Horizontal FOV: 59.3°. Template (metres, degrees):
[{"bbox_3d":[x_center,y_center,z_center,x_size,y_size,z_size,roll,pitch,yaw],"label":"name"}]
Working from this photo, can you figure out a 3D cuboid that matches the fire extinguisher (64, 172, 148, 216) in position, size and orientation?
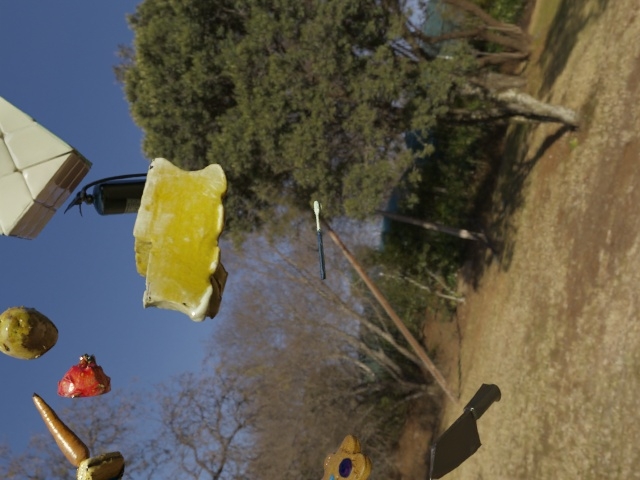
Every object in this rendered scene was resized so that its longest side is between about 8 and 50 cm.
[{"bbox_3d":[-0.499,-0.114,1.441,0.294,0.093,0.118,-7,-45,-34],"label":"fire extinguisher"}]

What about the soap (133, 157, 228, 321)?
[{"bbox_3d":[-0.263,0.064,1.069,0.339,0.169,0.304,113,161,-57],"label":"soap"}]

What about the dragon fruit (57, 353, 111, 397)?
[{"bbox_3d":[-0.684,0.388,1.628,0.153,0.153,0.111,1,-94,-72],"label":"dragon fruit"}]

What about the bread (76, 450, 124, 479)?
[{"bbox_3d":[-0.484,0.508,1.241,0.106,0.053,0.072,15,-103,-60],"label":"bread"}]

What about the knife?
[{"bbox_3d":[0.196,0.258,0.752,0.230,0.028,0.060,-16,-91,-53],"label":"knife"}]

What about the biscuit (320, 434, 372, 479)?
[{"bbox_3d":[0.037,0.562,1.263,0.236,0.039,0.180,-66,23,5],"label":"biscuit"}]

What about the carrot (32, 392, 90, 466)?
[{"bbox_3d":[-0.622,0.448,1.338,0.048,0.216,0.048,-40,-7,-6],"label":"carrot"}]

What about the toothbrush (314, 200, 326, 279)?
[{"bbox_3d":[0.000,0.000,1.558,0.019,0.016,0.220,-3,-93,-56],"label":"toothbrush"}]

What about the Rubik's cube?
[{"bbox_3d":[-0.648,-0.152,1.167,0.221,0.231,0.224,-55,8,-9],"label":"Rubik's cube"}]

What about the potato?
[{"bbox_3d":[-0.793,0.247,1.508,0.176,0.137,0.137,70,-144,-51],"label":"potato"}]
